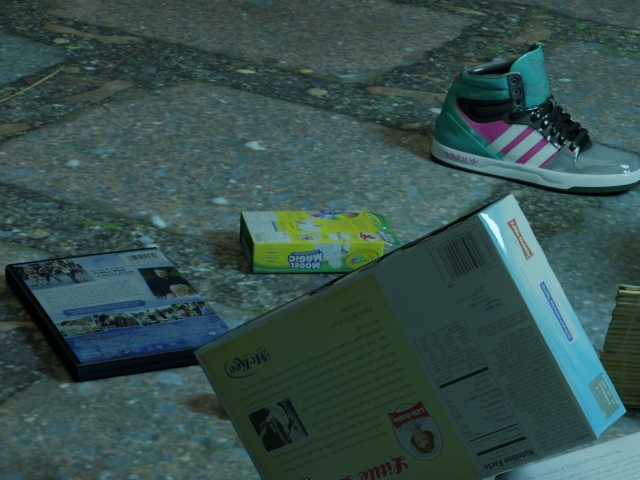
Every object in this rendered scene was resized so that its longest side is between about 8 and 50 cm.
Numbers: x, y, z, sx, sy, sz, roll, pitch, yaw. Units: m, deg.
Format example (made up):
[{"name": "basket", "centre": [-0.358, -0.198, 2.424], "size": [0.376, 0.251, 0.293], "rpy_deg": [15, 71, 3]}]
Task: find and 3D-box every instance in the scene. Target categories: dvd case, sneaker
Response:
[{"name": "dvd case", "centre": [-0.214, 0.073, 1.709], "size": [0.180, 0.022, 0.253], "rpy_deg": [-7, 26, -25]}, {"name": "sneaker", "centre": [0.304, -0.176, 2.203], "size": [0.296, 0.178, 0.124], "rpy_deg": [11, 24, 13]}]

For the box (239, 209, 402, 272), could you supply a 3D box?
[{"name": "box", "centre": [0.000, 0.000, 1.901], "size": [0.179, 0.043, 0.105], "rpy_deg": [-2, 24, -11]}]

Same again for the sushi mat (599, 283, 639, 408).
[{"name": "sushi mat", "centre": [0.433, 0.117, 1.583], "size": [0.317, 0.151, 0.019], "rpy_deg": [5, 39, 0]}]

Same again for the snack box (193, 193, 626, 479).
[{"name": "snack box", "centre": [0.060, 0.111, 1.271], "size": [0.322, 0.187, 0.060], "rpy_deg": [-27, 2, 39]}]

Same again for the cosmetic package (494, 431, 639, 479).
[{"name": "cosmetic package", "centre": [0.279, 0.260, 1.228], "size": [0.224, 0.138, 0.225], "rpy_deg": [-10, 29, -32]}]
